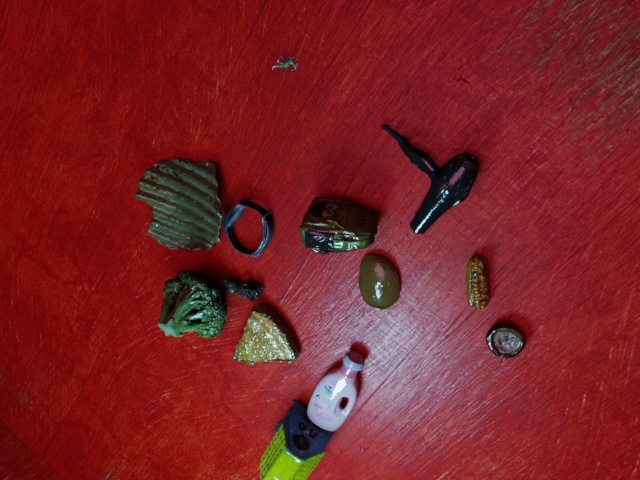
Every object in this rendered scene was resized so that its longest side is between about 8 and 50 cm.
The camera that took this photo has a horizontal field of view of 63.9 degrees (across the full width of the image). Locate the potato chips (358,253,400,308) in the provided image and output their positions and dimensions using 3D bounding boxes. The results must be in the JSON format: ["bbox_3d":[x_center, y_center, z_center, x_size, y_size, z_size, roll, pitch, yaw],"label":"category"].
[{"bbox_3d":[0.197,0.149,1.773,0.150,0.049,0.201,10,115,26],"label":"potato chips"}]

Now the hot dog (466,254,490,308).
[{"bbox_3d":[0.500,0.139,1.634,0.072,0.055,0.188,-1,104,22],"label":"hot dog"}]

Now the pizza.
[{"bbox_3d":[-0.204,0.413,2.010,0.251,0.074,0.287,34,117,11],"label":"pizza"}]

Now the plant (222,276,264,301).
[{"bbox_3d":[-0.301,0.185,1.984,0.174,0.087,0.085,11,80,15],"label":"plant"}]

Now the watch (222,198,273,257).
[{"bbox_3d":[-0.261,-0.047,1.901,0.193,0.068,0.206,45,121,1],"label":"watch"}]

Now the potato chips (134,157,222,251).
[{"bbox_3d":[-0.524,-0.128,1.972,0.389,0.097,0.373,0,107,25],"label":"potato chips"}]

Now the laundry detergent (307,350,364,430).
[{"bbox_3d":[0.068,0.562,1.930,0.159,0.088,0.335,29,114,8],"label":"laundry detergent"}]

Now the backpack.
[{"bbox_3d":[0.064,-0.044,1.689,0.253,0.207,0.140,7,131,12],"label":"backpack"}]

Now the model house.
[{"bbox_3d":[-0.104,0.817,1.972,0.216,0.303,0.237,31,115,5],"label":"model house"}]

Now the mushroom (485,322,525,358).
[{"bbox_3d":[0.595,0.320,1.650,0.123,0.052,0.123,6,112,15],"label":"mushroom"}]

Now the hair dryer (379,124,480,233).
[{"bbox_3d":[0.298,-0.224,1.611,0.359,0.120,0.303,48,132,15],"label":"hair dryer"}]

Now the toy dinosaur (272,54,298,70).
[{"bbox_3d":[-0.114,-0.580,1.702,0.062,0.021,0.083,43,117,-8],"label":"toy dinosaur"}]

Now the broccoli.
[{"bbox_3d":[-0.494,0.262,1.990,0.308,0.275,0.307,19,138,18],"label":"broccoli"}]
